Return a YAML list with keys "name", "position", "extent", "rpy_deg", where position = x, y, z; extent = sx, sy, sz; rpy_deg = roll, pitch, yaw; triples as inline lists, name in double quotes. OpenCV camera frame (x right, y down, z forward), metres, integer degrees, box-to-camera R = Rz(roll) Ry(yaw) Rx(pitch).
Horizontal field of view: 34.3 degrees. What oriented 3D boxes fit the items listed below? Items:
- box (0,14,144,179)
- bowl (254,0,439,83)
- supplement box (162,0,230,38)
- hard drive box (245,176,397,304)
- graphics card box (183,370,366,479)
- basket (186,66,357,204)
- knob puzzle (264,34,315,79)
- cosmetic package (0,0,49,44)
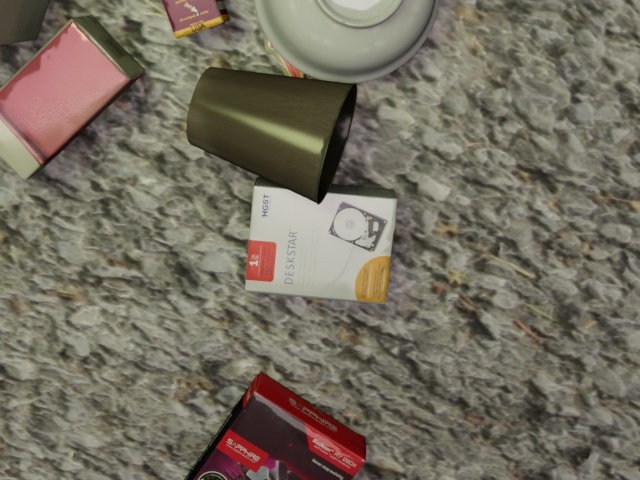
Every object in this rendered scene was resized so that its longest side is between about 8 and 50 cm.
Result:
- name: "box"
  position: [-0.406, -0.225, 1.608]
  extent: [0.232, 0.148, 0.127]
  rpy_deg: [-41, 101, 10]
- name: "bowl"
  position: [0.050, -0.386, 1.555]
  extent: [0.298, 0.134, 0.297]
  rpy_deg: [-1, 97, -7]
- name: "supplement box"
  position: [-0.210, -0.413, 1.585]
  extent: [0.081, 0.104, 0.188]
  rpy_deg: [-18, 103, 5]
- name: "hard drive box"
  position: [0.000, 0.000, 1.695]
  extent: [0.232, 0.089, 0.181]
  rpy_deg: [5, 103, -1]
- name: "graphics card box"
  position: [-0.115, 0.443, 1.803]
  extent: [0.233, 0.094, 0.371]
  rpy_deg: [34, 102, -8]
- name: "basket"
  position: [-0.080, -0.178, 1.607]
  extent: [0.227, 0.154, 0.204]
  rpy_deg: [15, 68, 8]
- name: "knob puzzle"
  position: [-0.002, -0.346, 1.640]
  extent: [0.213, 0.030, 0.213]
  rpy_deg: [0, 104, 0]
- name: "cosmetic package"
  position: [-0.515, -0.381, 1.448]
  extent: [0.217, 0.385, 0.156]
  rpy_deg: [21, 103, -5]
